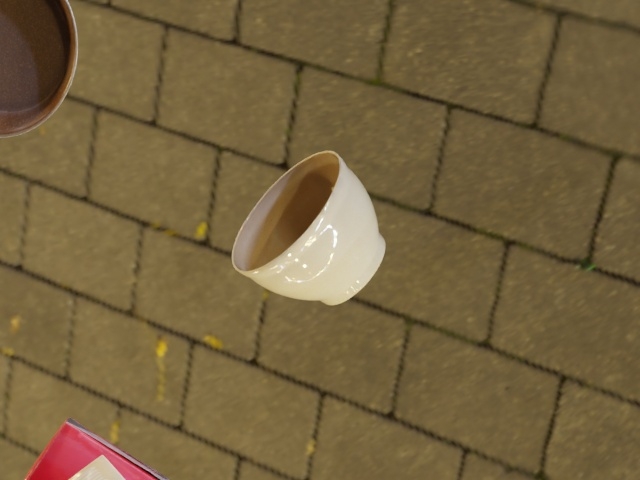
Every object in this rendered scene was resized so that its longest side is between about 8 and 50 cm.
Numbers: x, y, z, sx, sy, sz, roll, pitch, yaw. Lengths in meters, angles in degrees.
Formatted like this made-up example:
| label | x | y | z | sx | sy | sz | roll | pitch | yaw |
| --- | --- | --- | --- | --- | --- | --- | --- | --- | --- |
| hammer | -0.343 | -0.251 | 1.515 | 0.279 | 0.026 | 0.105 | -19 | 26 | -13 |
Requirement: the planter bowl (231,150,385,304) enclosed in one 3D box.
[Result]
| label | x | y | z | sx | sy | sz | roll | pitch | yaw |
| --- | --- | --- | --- | --- | --- | --- | --- | --- | --- |
| planter bowl | 0.000 | 0.000 | 1.512 | 0.162 | 0.162 | 0.109 | -33 | 119 | 33 |

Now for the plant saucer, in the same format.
| label | x | y | z | sx | sy | sz | roll | pitch | yaw |
| --- | --- | --- | --- | --- | --- | --- | --- | --- | --- |
| plant saucer | -0.340 | -0.210 | 1.517 | 0.199 | 0.036 | 0.198 | 3 | 100 | 18 |

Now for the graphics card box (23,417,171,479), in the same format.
| label | x | y | z | sx | sy | sz | roll | pitch | yaw |
| --- | --- | --- | --- | --- | --- | --- | --- | --- | --- |
| graphics card box | -0.218 | 0.326 | 1.460 | 0.233 | 0.094 | 0.371 | 33 | 151 | -4 |

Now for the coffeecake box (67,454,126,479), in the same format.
| label | x | y | z | sx | sy | sz | roll | pitch | yaw |
| --- | --- | --- | --- | --- | --- | --- | --- | --- | --- |
| coffeecake box | -0.129 | 0.253 | 0.970 | 0.142 | 0.068 | 0.185 | 44 | 153 | 20 |
